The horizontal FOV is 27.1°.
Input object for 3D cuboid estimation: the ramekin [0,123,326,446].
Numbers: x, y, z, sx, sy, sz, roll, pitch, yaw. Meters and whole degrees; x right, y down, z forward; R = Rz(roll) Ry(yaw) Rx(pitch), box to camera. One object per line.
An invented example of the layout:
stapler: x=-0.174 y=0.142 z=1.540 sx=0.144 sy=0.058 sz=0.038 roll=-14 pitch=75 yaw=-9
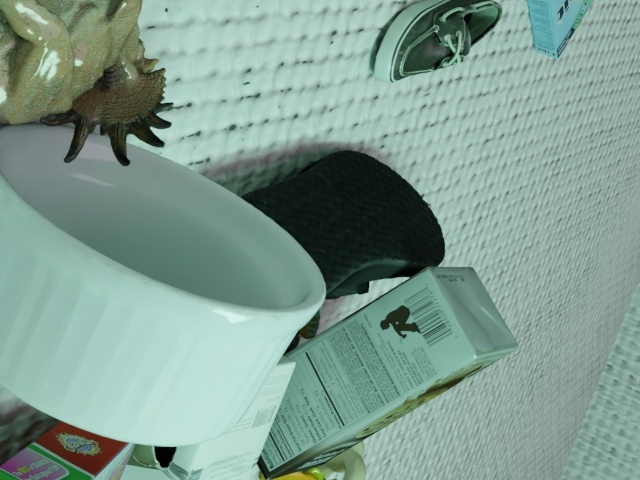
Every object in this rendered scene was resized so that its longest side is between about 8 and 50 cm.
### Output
ramekin: x=-0.147 y=0.035 z=1.011 sx=0.277 sy=0.277 sz=0.135 roll=-8 pitch=129 yaw=-62

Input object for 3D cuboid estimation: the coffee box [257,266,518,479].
coffee box: x=0.059 y=0.153 z=1.549 sx=0.297 sy=0.119 sz=0.168 roll=-33 pitch=166 yaw=21

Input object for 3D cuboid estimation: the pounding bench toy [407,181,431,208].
pounding bench toy: x=0.109 y=-0.043 z=1.716 sx=0.065 sy=0.052 sz=0.083 roll=-19 pitch=130 yaw=-59

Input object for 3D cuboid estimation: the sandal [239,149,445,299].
sandal: x=-0.002 y=-0.002 z=1.449 sx=0.107 sy=0.167 sz=0.445 roll=-37 pitch=168 yaw=29

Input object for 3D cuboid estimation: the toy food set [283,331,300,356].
toy food set: x=-0.047 y=0.119 z=1.596 sx=0.082 sy=0.020 sz=0.083 roll=0 pitch=113 yaw=-64

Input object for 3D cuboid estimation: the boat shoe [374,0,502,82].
boat shoe: x=0.142 y=-0.242 z=1.564 sx=0.219 sy=0.070 sz=0.078 roll=-42 pitch=148 yaw=-41

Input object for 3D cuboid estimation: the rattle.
rattle: x=-0.008 y=0.290 z=1.839 sx=0.130 sy=0.142 sz=0.200 roll=-43 pitch=-162 yaw=52

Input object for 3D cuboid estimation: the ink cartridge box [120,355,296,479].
ink cartridge box: x=-0.132 y=0.217 z=1.434 sx=0.158 sy=0.092 sz=0.218 roll=1 pitch=111 yaw=-64

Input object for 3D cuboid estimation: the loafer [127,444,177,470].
loafer: x=-0.147 y=0.117 z=1.305 sx=0.094 sy=0.087 sz=0.251 roll=-20 pitch=131 yaw=-58

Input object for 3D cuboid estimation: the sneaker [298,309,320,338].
sneaker: x=-0.012 y=0.075 z=1.585 sx=0.037 sy=0.032 sz=0.083 roll=-7 pitch=95 yaw=-72

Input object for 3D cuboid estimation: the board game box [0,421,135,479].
board game box: x=-0.259 y=0.288 z=1.137 sx=0.316 sy=0.064 sz=0.242 roll=-37 pitch=151 yaw=-86

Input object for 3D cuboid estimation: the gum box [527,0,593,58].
gum box: x=0.353 y=-0.374 z=1.903 sx=0.157 sy=0.041 sz=0.184 roll=-58 pitch=156 yaw=-15

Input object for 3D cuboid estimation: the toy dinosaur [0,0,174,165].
toy dinosaur: x=-0.190 y=-0.131 z=0.941 sx=0.295 sy=0.127 sz=0.200 roll=-22 pitch=139 yaw=-50
